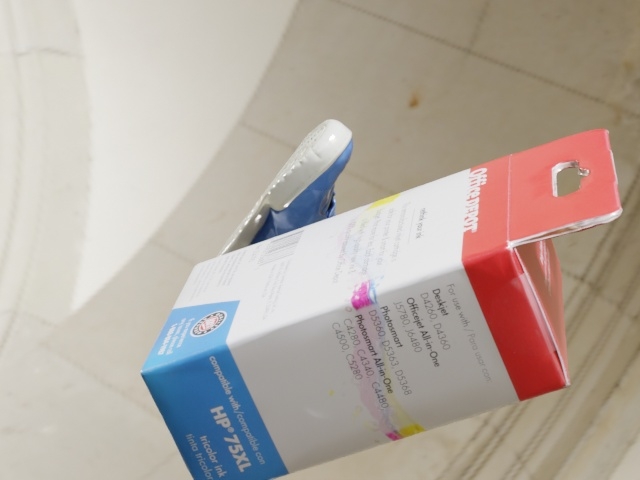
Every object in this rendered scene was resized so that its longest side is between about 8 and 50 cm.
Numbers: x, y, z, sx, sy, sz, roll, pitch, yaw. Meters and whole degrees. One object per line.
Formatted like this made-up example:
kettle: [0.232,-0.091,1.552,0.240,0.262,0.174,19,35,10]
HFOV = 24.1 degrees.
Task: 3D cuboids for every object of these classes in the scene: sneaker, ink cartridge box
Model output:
sneaker: [0.000,-0.001,0.861,0.084,0.058,0.152,36,-48,-4]
ink cartridge box: [0.043,0.032,0.727,0.231,0.134,0.078,-19,-72,15]
